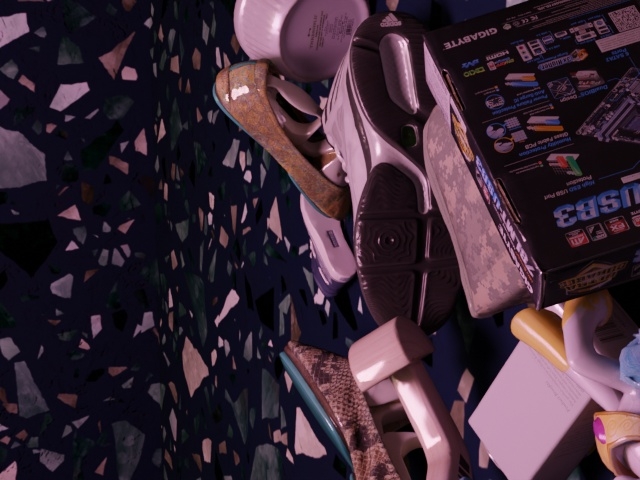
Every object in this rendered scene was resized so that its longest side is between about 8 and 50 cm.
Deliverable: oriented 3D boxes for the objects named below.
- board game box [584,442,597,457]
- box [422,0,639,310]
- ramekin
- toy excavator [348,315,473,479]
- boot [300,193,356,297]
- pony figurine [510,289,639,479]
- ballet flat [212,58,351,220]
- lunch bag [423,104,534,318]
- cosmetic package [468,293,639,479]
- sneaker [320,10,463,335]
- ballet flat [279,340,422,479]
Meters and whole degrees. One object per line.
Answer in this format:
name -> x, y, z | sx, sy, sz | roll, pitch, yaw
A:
board game box -> 0.283, 0.183, 1.500 | 0.168, 0.033, 0.133 | -128, 40, -54
box -> 0.276, -0.110, 1.119 | 0.073, 0.296, 0.293 | 77, 173, -57
ramekin -> -0.020, -0.344, 1.930 | 0.109, 0.207, 0.207 | 44, 134, 46
toy excavator -> 0.170, 0.351, 1.519 | 0.433, 0.222, 0.445 | 52, -162, -14
boot -> 0.000, 0.000, 2.106 | 0.086, 0.069, 0.190 | -55, 46, 53
pony figurine -> 0.344, 0.174, 1.024 | 0.363, 0.351, 0.302 | -94, 16, -57
ballet flat -> -0.024, -0.156, 1.940 | 0.123, 0.348, 0.123 | -27, 39, 24
lunch bag -> 0.237, -0.087, 1.388 | 0.235, 0.169, 0.287 | 132, 126, -61
cosmetic package -> 0.271, 0.171, 1.411 | 0.117, 0.086, 0.231 | 57, 140, 32
sneaker -> 0.104, -0.084, 1.786 | 0.257, 0.169, 0.447 | 163, 103, -81
ballet flat -> 0.095, 0.311, 1.806 | 0.164, 0.182, 0.482 | 67, 178, -47
